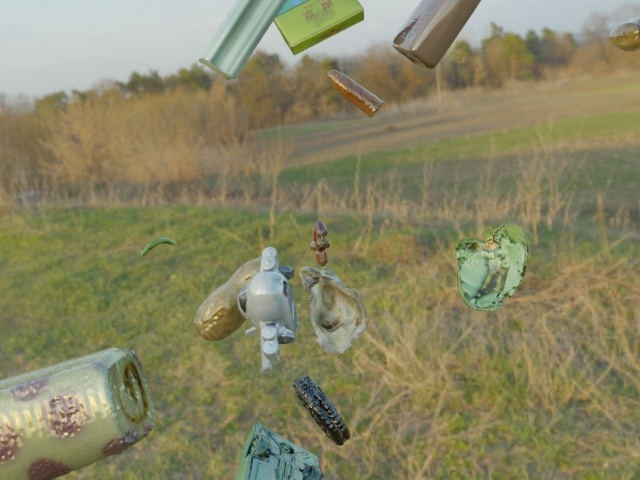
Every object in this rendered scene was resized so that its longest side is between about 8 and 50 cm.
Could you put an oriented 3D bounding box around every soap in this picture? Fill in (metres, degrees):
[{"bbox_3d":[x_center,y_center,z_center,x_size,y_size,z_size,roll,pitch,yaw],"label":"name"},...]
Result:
[{"bbox_3d":[-0.118,-0.361,1.278,0.066,0.198,0.119,34,1,-18],"label":"soap"}]

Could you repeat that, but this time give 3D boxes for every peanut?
[{"bbox_3d":[-0.180,0.127,1.686,0.226,0.095,0.108,-44,-4,-5],"label":"peanut"}]

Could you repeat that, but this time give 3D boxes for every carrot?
[{"bbox_3d":[0.070,-0.323,1.705,0.139,0.048,0.048,36,18,2],"label":"carrot"}]

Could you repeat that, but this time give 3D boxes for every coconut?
[{"bbox_3d":[0.280,0.043,1.280,0.055,0.158,0.133,38,-4,-42],"label":"coconut"}]

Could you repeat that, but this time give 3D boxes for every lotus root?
[{"bbox_3d":[0.609,-0.402,1.526,0.072,0.063,0.152,-30,8,8],"label":"lotus root"}]

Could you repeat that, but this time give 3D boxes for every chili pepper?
[{"bbox_3d":[-0.349,0.012,1.671,0.083,0.030,0.017,-27,33,-29],"label":"chili pepper"}]

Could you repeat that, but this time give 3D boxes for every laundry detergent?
[{"bbox_3d":[0.230,-0.440,1.451,0.076,0.237,0.171,31,9,-21],"label":"laundry detergent"}]

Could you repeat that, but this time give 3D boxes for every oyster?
[{"bbox_3d":[0.034,0.153,1.840,0.107,0.161,0.233,31,16,-52],"label":"oyster"}]

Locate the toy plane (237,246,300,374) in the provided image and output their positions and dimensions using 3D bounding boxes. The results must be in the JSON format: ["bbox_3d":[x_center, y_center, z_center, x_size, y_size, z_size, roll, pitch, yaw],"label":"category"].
[{"bbox_3d":[-0.101,0.136,1.497,0.117,0.245,0.245,-3,12,3],"label":"toy plane"}]

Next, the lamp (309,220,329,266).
[{"bbox_3d":[0.000,0.000,1.422,0.031,0.083,0.063,-13,44,-11],"label":"lamp"}]

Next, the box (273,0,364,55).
[{"bbox_3d":[-0.057,-0.599,1.800,0.187,0.335,0.047,-28,-19,-4],"label":"box"}]

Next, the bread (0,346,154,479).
[{"bbox_3d":[-0.415,0.267,1.095,0.338,0.155,0.187,-17,2,3],"label":"bread"}]

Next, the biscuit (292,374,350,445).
[{"bbox_3d":[0.003,0.400,1.839,0.053,0.194,0.194,-36,18,-11],"label":"biscuit"}]

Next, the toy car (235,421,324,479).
[{"bbox_3d":[-0.071,0.412,1.205,0.141,0.097,0.321,33,17,-9],"label":"toy car"}]
